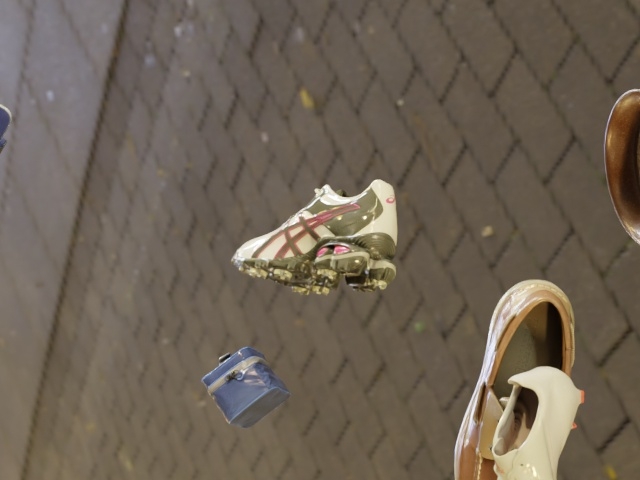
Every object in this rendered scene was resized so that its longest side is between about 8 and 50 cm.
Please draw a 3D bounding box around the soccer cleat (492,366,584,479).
[{"bbox_3d":[0.174,0.204,1.210,0.068,0.076,0.196,10,94,53],"label":"soccer cleat"}]

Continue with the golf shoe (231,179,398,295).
[{"bbox_3d":[0.000,0.000,1.716,0.273,0.105,0.120,-5,68,49],"label":"golf shoe"}]

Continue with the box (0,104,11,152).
[{"bbox_3d":[-0.374,-0.060,1.265,0.225,0.136,0.036,-56,7,22],"label":"box"}]

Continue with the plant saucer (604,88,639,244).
[{"bbox_3d":[0.412,-0.089,1.752,0.198,0.036,0.198,172,90,-74],"label":"plant saucer"}]

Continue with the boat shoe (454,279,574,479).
[{"bbox_3d":[0.224,0.205,1.626,0.116,0.123,0.324,29,-113,-88],"label":"boat shoe"}]

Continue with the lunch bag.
[{"bbox_3d":[-0.082,0.152,1.497,0.065,0.067,0.098,53,-179,18],"label":"lunch bag"}]
